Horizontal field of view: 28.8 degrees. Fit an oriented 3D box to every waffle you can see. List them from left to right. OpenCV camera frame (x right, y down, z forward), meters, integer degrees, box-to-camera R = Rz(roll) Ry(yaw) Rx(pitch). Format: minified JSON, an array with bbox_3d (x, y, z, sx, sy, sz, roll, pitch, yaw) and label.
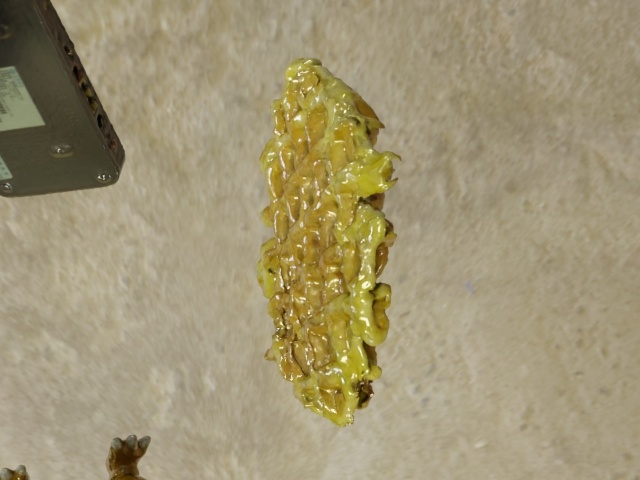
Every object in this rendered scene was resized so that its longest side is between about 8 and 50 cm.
[{"bbox_3d":[0.000,0.000,1.126,0.068,0.325,0.302,0,117,-15],"label":"waffle"}]

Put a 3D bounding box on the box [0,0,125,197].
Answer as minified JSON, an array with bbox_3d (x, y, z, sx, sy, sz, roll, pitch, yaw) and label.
[{"bbox_3d":[-0.417,-0.206,1.689,0.211,0.350,0.058,-5,43,18],"label":"box"}]

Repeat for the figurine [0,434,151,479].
[{"bbox_3d":[-0.215,0.426,1.383,0.401,0.268,0.387,0,49,-31],"label":"figurine"}]
